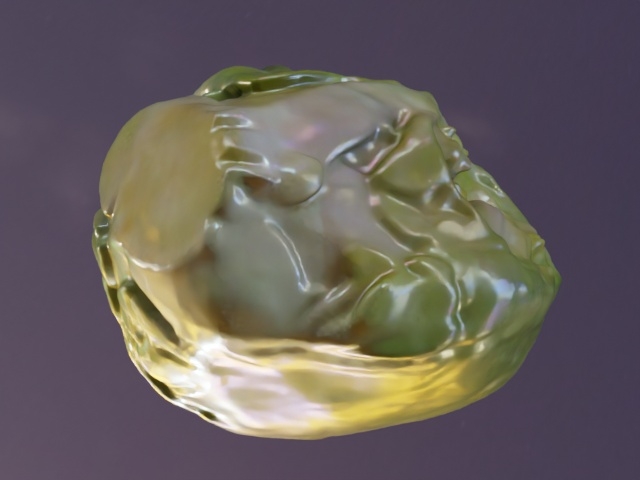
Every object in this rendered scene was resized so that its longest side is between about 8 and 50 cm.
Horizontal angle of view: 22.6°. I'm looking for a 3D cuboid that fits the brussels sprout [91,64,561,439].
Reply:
[{"bbox_3d":[0.000,0.000,1.111,0.344,0.344,0.268,-2,-107,12],"label":"brussels sprout"}]
